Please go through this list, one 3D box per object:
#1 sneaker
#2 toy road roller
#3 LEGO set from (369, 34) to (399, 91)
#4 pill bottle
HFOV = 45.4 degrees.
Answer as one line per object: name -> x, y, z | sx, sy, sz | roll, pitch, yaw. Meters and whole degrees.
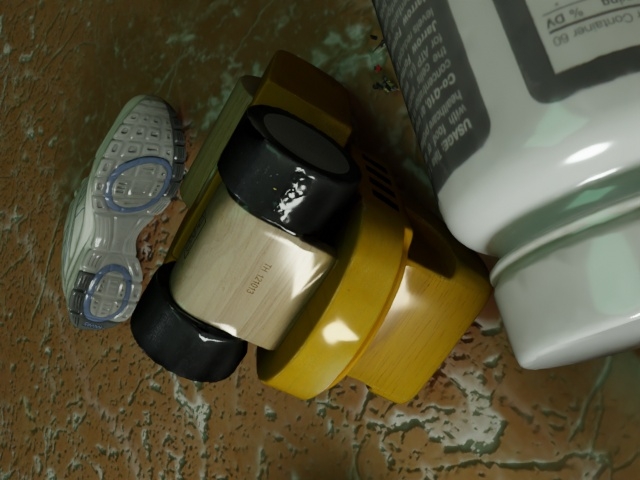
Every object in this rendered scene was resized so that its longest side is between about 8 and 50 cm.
sneaker -> -0.260, -0.043, 0.929 | 0.129, 0.111, 0.297 | 37, 108, 44
toy road roller -> 0.000, 0.000, 0.664 | 0.202, 0.240, 0.329 | -56, 16, 22
LEGO set -> 0.069, -0.179, 0.711 | 0.054, 0.023, 0.083 | 42, 125, 39
pill bottle -> 0.154, -0.113, 0.502 | 0.204, 0.204, 0.361 | -28, 67, 36
